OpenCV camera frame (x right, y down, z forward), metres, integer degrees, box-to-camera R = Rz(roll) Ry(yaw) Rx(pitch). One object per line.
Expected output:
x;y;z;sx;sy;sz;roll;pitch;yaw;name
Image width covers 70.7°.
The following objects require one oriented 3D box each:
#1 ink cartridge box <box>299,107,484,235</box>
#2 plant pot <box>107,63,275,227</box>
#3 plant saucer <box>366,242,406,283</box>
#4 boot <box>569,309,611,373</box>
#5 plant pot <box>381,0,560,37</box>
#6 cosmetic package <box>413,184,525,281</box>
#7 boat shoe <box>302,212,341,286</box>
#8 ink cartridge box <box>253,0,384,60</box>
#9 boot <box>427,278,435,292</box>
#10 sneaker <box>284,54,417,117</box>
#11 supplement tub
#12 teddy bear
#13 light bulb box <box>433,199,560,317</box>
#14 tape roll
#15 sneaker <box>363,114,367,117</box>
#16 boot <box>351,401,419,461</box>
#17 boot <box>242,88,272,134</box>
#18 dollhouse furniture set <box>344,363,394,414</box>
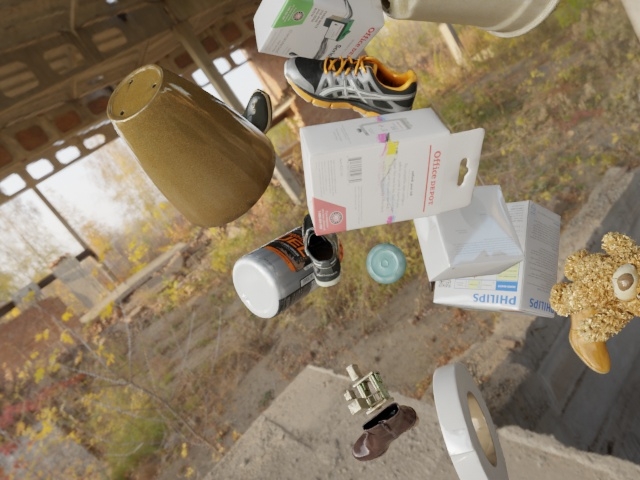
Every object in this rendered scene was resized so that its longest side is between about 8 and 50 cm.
0.081;-0.084;0.536;0.198;0.115;0.067;-9;43;-6;ink cartridge box
-0.249;-0.184;0.826;0.237;0.254;0.237;-13;60;23;plant pot
0.187;0.067;1.308;0.119;0.119;0.021;-31;-13;18;plant saucer
0.926;0.275;1.514;0.104;0.295;0.211;-6;-33;-14;boot
0.281;-0.583;0.916;0.305;0.334;0.334;-13;6;-18;plant pot
0.399;-0.019;1.247;0.223;0.225;0.138;-4;-23;-13;cosmetic package
0.000;0.000;1.064;0.083;0.079;0.233;-18;41;3;boat shoe
-0.003;-0.448;0.920;0.219;0.093;0.160;-1;-16;-29;ink cartridge box
0.494;0.159;1.832;0.114;0.107;0.037;1;-6;-8;boot
0.050;-0.250;0.701;0.083;0.214;0.084;115;165;-54;sneaker
-0.090;0.082;1.427;0.207;0.207;0.338;-22;7;46;supplement tub
0.610;0.092;0.971;0.245;0.113;0.338;-54;3;13;teddy bear
0.628;0.074;1.621;0.357;0.225;0.361;-4;73;55;light bulb box
0.437;0.550;1.308;0.072;0.392;0.392;-24;16;22;tape roll
0.196;-0.526;1.784;0.085;0.237;0.086;2;51;55;sneaker
0.158;0.547;1.301;0.248;0.207;0.090;-37;50;9;boot
-0.196;-0.272;1.129;0.137;0.076;0.198;-39;-26;-53;boot
0.143;0.484;1.541;0.101;0.161;0.182;-43;54;18;dollhouse furniture set
